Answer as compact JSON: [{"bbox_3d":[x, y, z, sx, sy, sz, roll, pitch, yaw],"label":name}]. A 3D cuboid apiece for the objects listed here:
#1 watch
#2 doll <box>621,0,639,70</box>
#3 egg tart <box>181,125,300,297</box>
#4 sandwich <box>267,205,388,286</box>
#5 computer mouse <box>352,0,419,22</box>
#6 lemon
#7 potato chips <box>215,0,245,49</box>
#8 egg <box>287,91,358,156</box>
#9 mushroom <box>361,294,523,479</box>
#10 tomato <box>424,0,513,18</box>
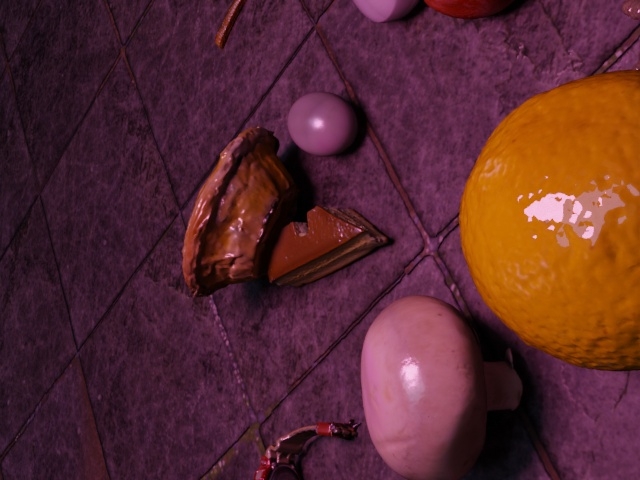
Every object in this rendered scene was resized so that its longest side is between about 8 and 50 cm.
[{"bbox_3d":[0.014,0.354,1.426,0.268,0.102,0.165,-36,56,31],"label":"watch"},{"bbox_3d":[0.447,-0.280,1.032,0.286,0.091,0.203,-50,60,18],"label":"doll"},{"bbox_3d":[-0.117,-0.038,1.554,0.120,0.315,0.315,22,103,10],"label":"egg tart"},{"bbox_3d":[0.000,0.000,1.494,0.244,0.090,0.088,-27,66,44],"label":"sandwich"},{"bbox_3d":[0.120,-0.474,1.405,0.297,0.121,0.184,-59,32,30],"label":"computer mouse"},{"bbox_3d":[0.307,-0.020,0.967,0.336,0.336,0.336,-12,74,48],"label":"lemon"},{"bbox_3d":[-0.154,-0.456,1.811,0.037,0.026,0.204,52,122,25],"label":"potato chips"},{"bbox_3d":[0.002,-0.187,1.515,0.135,0.103,0.103,26,103,52],"label":"egg"},{"bbox_3d":[0.154,0.187,1.211,0.246,0.202,0.246,-5,-90,-88],"label":"mushroom"},{"bbox_3d":[0.215,-0.391,1.273,0.187,0.151,0.187,15,-90,-89],"label":"tomato"}]
